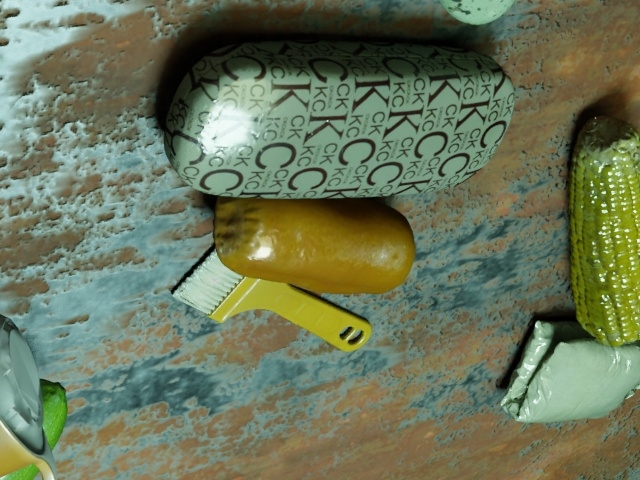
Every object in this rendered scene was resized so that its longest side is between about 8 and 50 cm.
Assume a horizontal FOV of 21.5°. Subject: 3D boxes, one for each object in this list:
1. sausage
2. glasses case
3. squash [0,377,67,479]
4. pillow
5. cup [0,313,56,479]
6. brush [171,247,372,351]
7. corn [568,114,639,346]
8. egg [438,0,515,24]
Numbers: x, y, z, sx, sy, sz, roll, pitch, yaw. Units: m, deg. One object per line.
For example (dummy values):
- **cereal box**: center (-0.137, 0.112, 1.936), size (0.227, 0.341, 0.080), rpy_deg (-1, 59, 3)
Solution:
- **sausage**: center (0.000, 0.000, 1.570), size (0.238, 0.098, 0.098), rpy_deg (11, 120, -44)
- **glasses case**: center (0.024, -0.106, 1.494), size (0.354, 0.085, 0.137), rpy_deg (-2, 130, -36)
- **squash**: center (-0.367, 0.270, 1.539), size (0.107, 0.107, 0.395), rpy_deg (21, 114, -47)
- **pillow**: center (0.299, 0.154, 1.958), size (0.181, 0.078, 0.134), rpy_deg (5, 125, -39)
- **cup**: center (-0.351, 0.171, 1.394), size (0.264, 0.182, 0.226), rpy_deg (-30, 104, 0)
- **brush**: center (-0.029, 0.062, 1.671), size (0.103, 0.013, 0.272), rpy_deg (-47, 141, 11)
- **corn**: center (0.311, -0.002, 1.805), size (0.097, 0.097, 0.320), rpy_deg (-27, 137, -14)
- **egg**: center (0.136, -0.233, 1.459), size (0.085, 0.085, 0.110), rpy_deg (-31, 147, -9)
